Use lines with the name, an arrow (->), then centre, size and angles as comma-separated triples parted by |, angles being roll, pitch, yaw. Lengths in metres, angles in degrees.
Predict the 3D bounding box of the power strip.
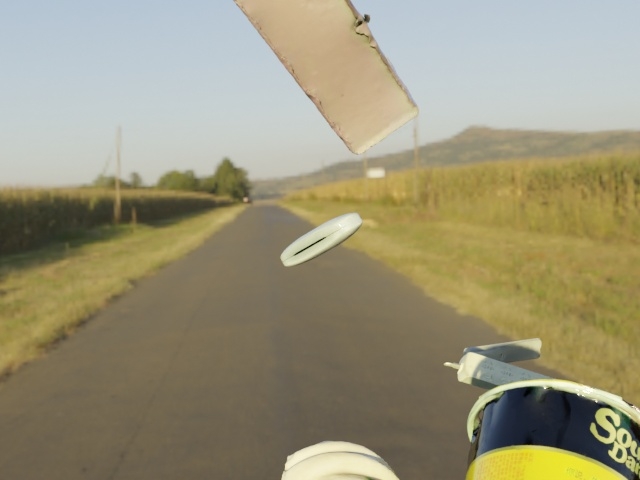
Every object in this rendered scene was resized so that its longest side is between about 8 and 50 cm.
power strip -> 0.341, 0.252, 1.633 | 0.252, 0.027, 0.060 | 18, 40, -1

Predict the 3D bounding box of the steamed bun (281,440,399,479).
steamed bun -> 0.030, 0.273, 0.838 | 0.106, 0.183, 0.183 | -10, 1, 11

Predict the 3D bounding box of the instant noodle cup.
instant noodle cup -> 0.221, 0.286, 0.886 | 0.215, 0.216, 0.236 | -2, 41, 28

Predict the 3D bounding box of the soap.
soap -> -0.029, -0.286, 1.043 | 0.107, 0.285, 0.296 | -32, -40, 9

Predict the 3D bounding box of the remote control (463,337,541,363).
remote control -> 0.401, 0.250, 2.016 | 0.184, 0.050, 0.027 | -7, 22, -15

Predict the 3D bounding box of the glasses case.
glasses case -> 0.000, 0.000, 1.600 | 0.178, 0.045, 0.067 | -29, -1, 41
